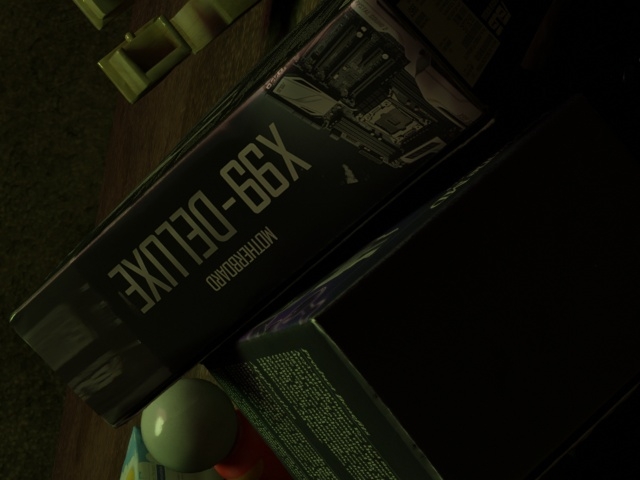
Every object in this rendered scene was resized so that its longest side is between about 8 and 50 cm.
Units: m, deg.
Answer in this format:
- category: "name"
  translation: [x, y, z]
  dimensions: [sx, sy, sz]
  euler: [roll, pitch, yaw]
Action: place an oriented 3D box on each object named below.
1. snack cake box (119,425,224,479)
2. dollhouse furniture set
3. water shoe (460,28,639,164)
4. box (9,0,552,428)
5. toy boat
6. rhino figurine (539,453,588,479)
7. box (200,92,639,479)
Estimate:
- category: "snack cake box"
  translation: [-0.162, 0.328, 1.645]
  dimensions: [0.152, 0.089, 0.264]
  euler: [-108, 31, -62]
- category: "dollhouse furniture set"
  translation: [-0.194, -0.361, 1.754]
  dimensions: [0.303, 0.355, 0.174]
  euler: [-42, 6, -15]
- category: "water shoe"
  translation: [0.115, -0.050, 0.805]
  dimensions: [0.203, 0.080, 0.073]
  euler: [133, 145, -66]
- category: "box"
  translation: [0.002, -0.066, 0.865]
  dimensions: [0.242, 0.076, 0.307]
  euler: [-40, 8, 27]
- category: "toy boat"
  translation: [-0.106, 0.260, 1.229]
  dimensions: [0.267, 0.148, 0.318]
  euler: [10, 78, 50]
- category: "rhino figurine"
  translation: [0.086, 0.189, 0.744]
  dimensions: [0.106, 0.073, 0.243]
  euler: [112, 164, -44]
- category: "box"
  translation: [0.054, 0.038, 0.768]
  dimensions: [0.153, 0.108, 0.207]
  euler: [-40, 4, -19]
